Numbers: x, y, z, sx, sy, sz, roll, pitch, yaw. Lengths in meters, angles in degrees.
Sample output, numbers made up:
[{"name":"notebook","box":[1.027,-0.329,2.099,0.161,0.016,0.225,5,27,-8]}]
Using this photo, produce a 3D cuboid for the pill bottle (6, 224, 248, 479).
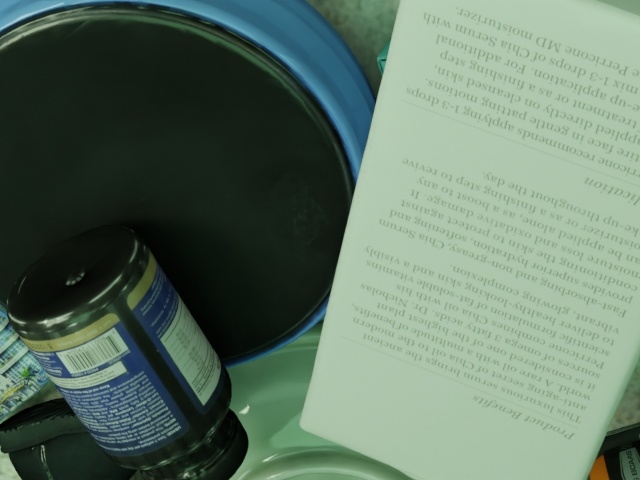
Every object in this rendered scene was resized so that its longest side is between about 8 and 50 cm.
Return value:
[{"name":"pill bottle","box":[-0.147,0.106,1.185,0.122,0.123,0.219,-19,121,16]}]

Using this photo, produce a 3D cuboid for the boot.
[{"name":"boot","box":[-0.177,0.238,1.374,0.246,0.094,0.207,-18,102,34]}]

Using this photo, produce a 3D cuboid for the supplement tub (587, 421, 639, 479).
[{"name":"supplement tub","box":[0.350,0.252,1.317,0.338,0.207,0.207,-21,118,13]}]

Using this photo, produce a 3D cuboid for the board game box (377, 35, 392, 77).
[{"name":"board game box","box":[0.239,-0.063,1.155,0.336,0.079,0.254,-2,124,25]}]

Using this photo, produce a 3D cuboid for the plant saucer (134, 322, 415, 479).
[{"name":"plant saucer","box":[0.012,0.267,1.422,0.400,0.100,0.400,2,122,3]}]

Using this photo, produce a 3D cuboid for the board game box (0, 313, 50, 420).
[{"name":"board game box","box":[-0.373,0.106,1.371,0.194,0.060,0.194,-37,114,24]}]

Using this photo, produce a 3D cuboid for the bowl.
[{"name":"bowl","box":[-0.140,-0.049,1.197,0.391,0.077,0.391,3,126,5]}]

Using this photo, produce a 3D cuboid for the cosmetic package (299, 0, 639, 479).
[{"name":"cosmetic package","box":[0.148,-0.018,1.069,0.230,0.161,0.453,21,131,9]}]
